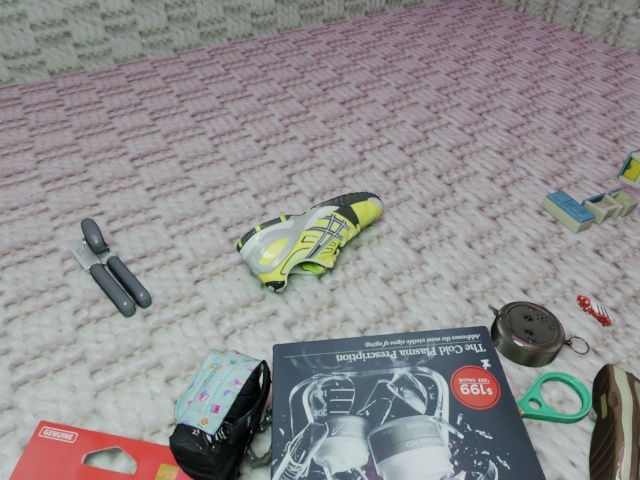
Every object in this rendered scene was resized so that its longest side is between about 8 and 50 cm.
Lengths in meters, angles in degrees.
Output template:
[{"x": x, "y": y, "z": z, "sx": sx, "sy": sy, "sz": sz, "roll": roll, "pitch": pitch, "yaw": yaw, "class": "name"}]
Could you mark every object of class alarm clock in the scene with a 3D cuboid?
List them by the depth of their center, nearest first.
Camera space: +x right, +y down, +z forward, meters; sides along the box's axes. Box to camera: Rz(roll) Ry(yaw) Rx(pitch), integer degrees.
[{"x": 0.428, "y": 0.184, "z": 0.915, "sx": 0.192, "sy": 0.064, "sz": 0.129, "roll": 14, "pitch": 45, "yaw": 10, "class": "alarm clock"}]

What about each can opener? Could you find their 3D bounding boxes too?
[{"x": -0.474, "y": 0.058, "z": 1.027, "sx": 0.074, "sy": 0.093, "sz": 0.280, "roll": -32, "pitch": 56, "yaw": -31, "class": "can opener"}]

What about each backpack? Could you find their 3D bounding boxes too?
[{"x": -0.145, "y": 0.251, "z": 0.698, "sx": 0.115, "sy": 0.151, "sz": 0.182, "roll": 17, "pitch": 45, "yaw": 10, "class": "backpack"}]

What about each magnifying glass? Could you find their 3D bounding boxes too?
[{"x": 0.370, "y": 0.292, "z": 0.821, "sx": 0.231, "sy": 0.026, "sz": 0.092, "roll": -13, "pitch": 45, "yaw": -11, "class": "magnifying glass"}]

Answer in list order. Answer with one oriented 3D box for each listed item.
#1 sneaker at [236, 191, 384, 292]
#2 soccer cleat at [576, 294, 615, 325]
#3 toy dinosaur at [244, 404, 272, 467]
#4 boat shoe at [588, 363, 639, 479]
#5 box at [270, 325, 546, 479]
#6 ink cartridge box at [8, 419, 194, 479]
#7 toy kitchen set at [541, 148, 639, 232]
[{"x": 0.000, "y": 0.000, "z": 1.081, "sx": 0.385, "sy": 0.145, "sz": 0.147, "roll": -24, "pitch": 79, "yaw": -27, "class": "sneaker"}, {"x": 0.580, "y": 0.145, "z": 0.981, "sx": 0.036, "sy": 0.029, "sz": 0.083, "roll": -17, "pitch": 48, "yaw": -30, "class": "soccer cleat"}, {"x": -0.135, "y": 0.327, "z": 0.761, "sx": 0.118, "sy": 0.064, "sz": 0.268, "roll": -9, "pitch": 48, "yaw": -6, "class": "toy dinosaur"}, {"x": 0.504, "y": 0.316, "z": 0.750, "sx": 0.095, "sy": 0.095, "sz": 0.257, "roll": 22, "pitch": 47, "yaw": 14, "class": "boat shoe"}, {"x": 0.108, "y": 0.311, "z": 0.672, "sx": 0.344, "sy": 0.178, "sz": 0.312, "roll": -6, "pitch": 44, "yaw": 0, "class": "box"}, {"x": -0.341, "y": 0.398, "z": 0.644, "sx": 0.297, "sy": 0.066, "sz": 0.261, "roll": 8, "pitch": 54, "yaw": 7, "class": "ink cartridge box"}, {"x": 0.710, "y": -0.141, "z": 1.185, "sx": 0.207, "sy": 0.166, "sz": 0.122, "roll": -17, "pitch": 46, "yaw": -18, "class": "toy kitchen set"}]
